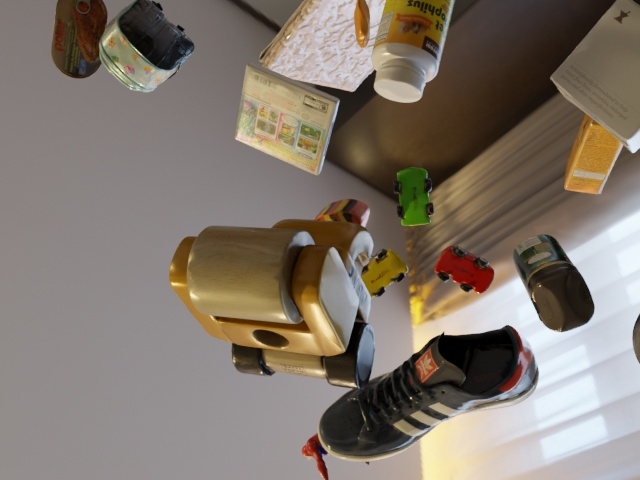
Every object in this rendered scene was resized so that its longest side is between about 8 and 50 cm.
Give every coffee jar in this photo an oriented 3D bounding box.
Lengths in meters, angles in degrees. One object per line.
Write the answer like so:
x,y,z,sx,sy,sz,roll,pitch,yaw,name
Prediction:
0.338,0.060,1.047,0.096,0.079,0.184,63,-167,-12,coffee jar

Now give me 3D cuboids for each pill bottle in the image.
0.156,-0.351,1.230,0.117,0.117,0.214,22,-104,-33,pill bottle

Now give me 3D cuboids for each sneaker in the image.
0.148,0.213,1.063,0.148,0.350,0.131,64,-177,-52,sneaker

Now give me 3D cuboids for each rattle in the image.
0.128,-0.391,1.040,0.200,0.130,0.142,-25,-88,-17,rattle

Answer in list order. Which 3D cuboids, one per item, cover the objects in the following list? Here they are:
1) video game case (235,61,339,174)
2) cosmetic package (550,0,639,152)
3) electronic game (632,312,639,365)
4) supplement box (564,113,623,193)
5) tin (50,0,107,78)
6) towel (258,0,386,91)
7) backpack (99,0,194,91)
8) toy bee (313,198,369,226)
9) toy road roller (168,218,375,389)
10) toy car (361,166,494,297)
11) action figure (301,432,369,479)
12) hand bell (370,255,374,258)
-0.057,-0.192,1.143,0.157,0.143,0.019,25,-138,10,video game case
0.465,-0.243,1.082,0.151,0.151,0.184,46,-161,19,cosmetic package
0.400,0.073,0.641,0.048,0.229,0.229,62,-146,-20,electronic game
0.530,-0.181,1.371,0.080,0.233,0.078,10,-115,13,supplement box
-0.519,-0.442,1.534,0.106,0.040,0.189,6,-83,-32,tin
0.061,-0.493,1.680,0.317,0.332,0.053,1,-122,-41,towel
-0.375,-0.399,1.495,0.166,0.144,0.188,46,-155,-21,backpack
-0.010,0.060,1.284,0.162,0.298,0.195,14,-169,14,toy bee
-0.036,0.046,1.002,0.329,0.203,0.240,63,-143,-52,toy road roller
0.164,-0.016,1.199,0.053,0.239,0.224,-69,-26,-73,toy car
0.073,0.417,1.421,0.091,0.280,0.139,-23,-96,-52,action figure
0.130,0.052,1.847,0.242,0.126,0.126,-1,-119,-50,hand bell
